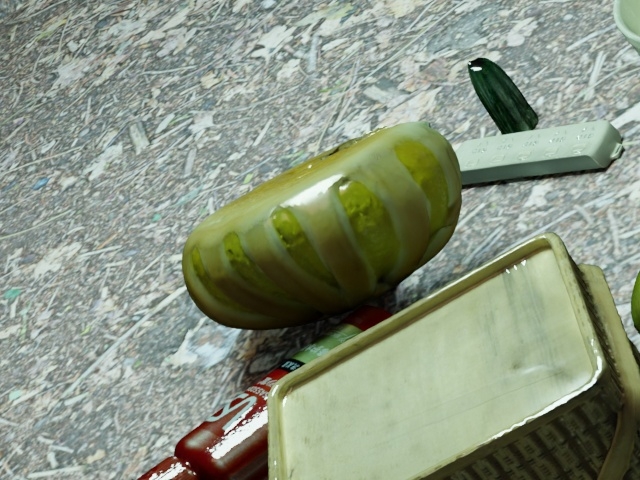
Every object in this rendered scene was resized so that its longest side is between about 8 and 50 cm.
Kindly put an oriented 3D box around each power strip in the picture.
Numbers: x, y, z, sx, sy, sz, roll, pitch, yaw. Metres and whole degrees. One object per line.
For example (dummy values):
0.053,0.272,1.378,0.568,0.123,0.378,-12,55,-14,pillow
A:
0.223,-0.094,1.731,0.252,0.027,0.060,-6,39,41,power strip

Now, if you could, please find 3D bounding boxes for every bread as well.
0.000,0.000,1.640,0.333,0.160,0.333,-28,5,3,bread

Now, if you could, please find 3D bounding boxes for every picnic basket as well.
0.131,0.172,1.270,0.313,0.175,0.228,-31,29,15,picnic basket

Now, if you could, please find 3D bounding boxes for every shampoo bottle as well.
-0.046,0.176,1.496,0.314,0.076,0.118,-35,21,-20,shampoo bottle

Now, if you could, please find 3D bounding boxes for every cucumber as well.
0.208,-0.171,1.793,0.048,0.105,0.048,-32,18,12,cucumber

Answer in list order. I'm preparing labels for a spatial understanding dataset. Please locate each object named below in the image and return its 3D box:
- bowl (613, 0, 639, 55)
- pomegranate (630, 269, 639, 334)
0.455,-0.236,1.584,0.277,0.145,0.277,-27,28,16,bowl
0.328,0.056,1.308,0.130,0.130,0.130,-26,29,16,pomegranate
